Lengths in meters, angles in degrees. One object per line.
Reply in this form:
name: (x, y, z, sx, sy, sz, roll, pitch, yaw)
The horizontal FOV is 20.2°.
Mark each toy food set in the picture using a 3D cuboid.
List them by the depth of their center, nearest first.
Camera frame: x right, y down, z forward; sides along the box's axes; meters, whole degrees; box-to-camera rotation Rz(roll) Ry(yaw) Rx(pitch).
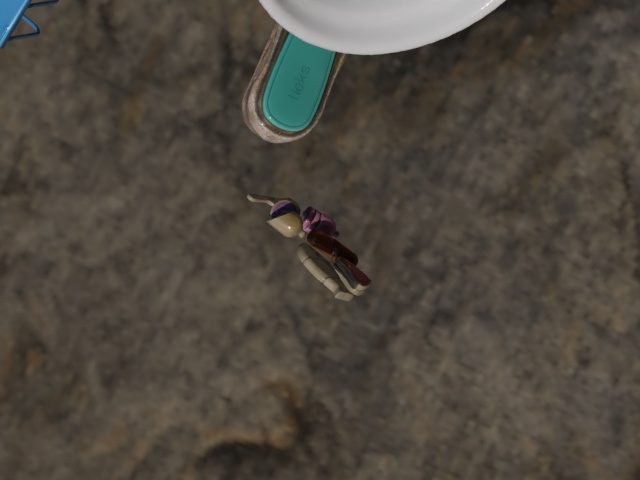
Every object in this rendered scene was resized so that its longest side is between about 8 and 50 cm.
toy food set: (0.000, 0.000, 1.374, 0.122, 0.078, 0.019, 46, 110, 26)

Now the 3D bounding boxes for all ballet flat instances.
ballet flat: (-0.003, -0.246, 1.939, 0.316, 0.107, 0.106, -61, 12, -13)

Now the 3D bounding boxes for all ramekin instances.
ramekin: (0.054, -0.303, 1.504, 0.277, 0.277, 0.135, -45, 45, 24)

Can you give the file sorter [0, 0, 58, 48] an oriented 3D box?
file sorter: (-0.295, -0.294, 1.756, 0.170, 0.118, 0.104, -55, -8, 21)
